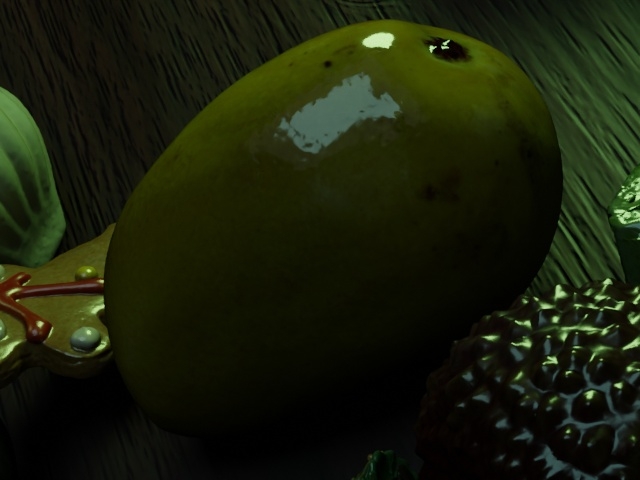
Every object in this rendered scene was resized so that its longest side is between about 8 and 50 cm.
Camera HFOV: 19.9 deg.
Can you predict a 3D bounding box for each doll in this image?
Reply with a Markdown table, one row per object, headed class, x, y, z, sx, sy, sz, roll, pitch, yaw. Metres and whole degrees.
| class | x | y | z | sx | sy | sz | roll | pitch | yaw |
| --- | --- | --- | --- | --- | --- | --- | --- | --- | --- |
| doll | 0.042 | 0.227 | 1.499 | 0.113 | 0.076 | 0.078 | -49 | 40 | 38 |

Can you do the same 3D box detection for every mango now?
| class | x | y | z | sx | sy | sz | roll | pitch | yaw |
| --- | --- | --- | --- | --- | --- | --- | --- | --- | --- |
| mango | 0.000 | 0.000 | 1.555 | 0.445 | 0.300 | 0.232 | -39 | 20 | 19 |

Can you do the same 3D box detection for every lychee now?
| class | x | y | z | sx | sy | sz | roll | pitch | yaw |
| --- | --- | --- | --- | --- | --- | --- | --- | --- | --- |
| lychee | 0.215 | 0.164 | 1.259 | 0.330 | 0.306 | 0.306 | -17 | 40 | -16 |

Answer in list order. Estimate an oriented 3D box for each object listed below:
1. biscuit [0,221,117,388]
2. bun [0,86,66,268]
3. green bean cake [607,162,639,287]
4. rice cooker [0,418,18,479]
| class | x | y | z | sx | sy | sz | roll | pitch | yaw |
| --- | --- | --- | --- | --- | --- | --- | --- | --- | --- |
| biscuit | -0.250 | 0.063 | 1.727 | 0.324 | 0.049 | 0.205 | -24 | 37 | -29 |
| bun | -0.356 | -0.025 | 1.903 | 0.263 | 0.175 | 0.263 | -55 | 11 | 16 |
| green bean cake | 0.346 | -0.016 | 1.425 | 0.200 | 0.113 | 0.214 | 5 | 33 | 32 |
| rice cooker | -0.332 | 0.215 | 1.658 | 0.106 | 0.165 | 0.112 | -1 | 49 | -3 |
